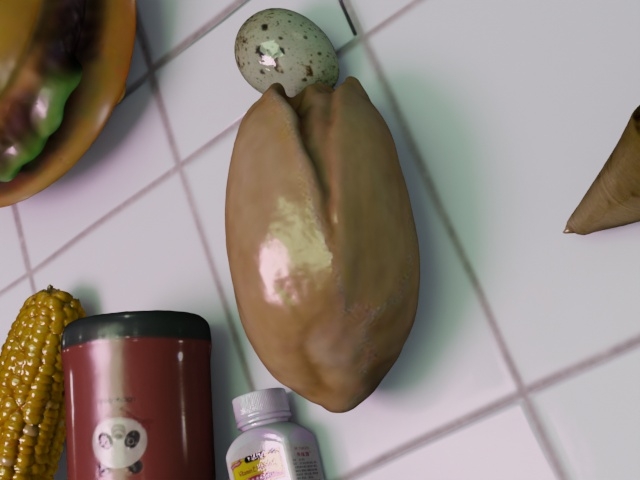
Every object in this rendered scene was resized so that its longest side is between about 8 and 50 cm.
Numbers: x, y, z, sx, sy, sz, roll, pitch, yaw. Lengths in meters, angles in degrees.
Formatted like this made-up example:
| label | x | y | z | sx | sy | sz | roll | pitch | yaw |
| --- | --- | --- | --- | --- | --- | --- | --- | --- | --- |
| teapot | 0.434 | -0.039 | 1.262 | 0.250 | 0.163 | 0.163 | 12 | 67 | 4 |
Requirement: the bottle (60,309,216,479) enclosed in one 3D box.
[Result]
| label | x | y | z | sx | sy | sz | roll | pitch | yaw |
| --- | --- | --- | --- | --- | --- | --- | --- | --- | --- |
| bottle | -0.168 | 0.240 | 0.885 | 0.144 | 0.144 | 0.336 | -11 | 75 | 31 |

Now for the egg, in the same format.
| label | x | y | z | sx | sy | sz | roll | pitch | yaw |
| --- | --- | --- | --- | --- | --- | --- | --- | --- | --- |
| egg | -0.031 | -0.176 | 0.913 | 0.110 | 0.085 | 0.085 | 25 | 95 | 15 |

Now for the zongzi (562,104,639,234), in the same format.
| label | x | y | z | sx | sy | sz | roll | pitch | yaw |
| --- | --- | --- | --- | --- | --- | --- | --- | --- | --- |
| zongzi | 0.342 | -0.046 | 0.635 | 0.274 | 0.145 | 0.300 | 42 | 122 | 25 |

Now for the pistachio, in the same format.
| label | x | y | z | sx | sy | sz | roll | pitch | yaw |
| --- | --- | --- | --- | --- | --- | --- | --- | --- | --- |
| pistachio | 0.000 | 0.000 | 0.816 | 0.162 | 0.181 | 0.293 | -8 | 77 | -7 |

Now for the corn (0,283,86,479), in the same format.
| label | x | y | z | sx | sy | sz | roll | pitch | yaw |
| --- | --- | --- | --- | --- | --- | --- | --- | --- | --- |
| corn | -0.315 | 0.201 | 1.010 | 0.102 | 0.102 | 0.313 | -2 | 69 | 33 |

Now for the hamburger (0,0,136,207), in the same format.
| label | x | y | z | sx | sy | sz | roll | pitch | yaw |
| --- | --- | --- | --- | --- | --- | --- | --- | --- | --- |
| hamburger | -0.389 | -0.216 | 1.035 | 0.395 | 0.277 | 0.396 | -9 | 73 | 31 |

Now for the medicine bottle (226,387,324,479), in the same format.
| label | x | y | z | sx | sy | sz | roll | pitch | yaw |
| --- | --- | --- | --- | --- | --- | --- | --- | --- | --- |
| medicine bottle | -0.044 | 0.197 | 0.865 | 0.074 | 0.055 | 0.118 | -24 | 68 | 29 |
